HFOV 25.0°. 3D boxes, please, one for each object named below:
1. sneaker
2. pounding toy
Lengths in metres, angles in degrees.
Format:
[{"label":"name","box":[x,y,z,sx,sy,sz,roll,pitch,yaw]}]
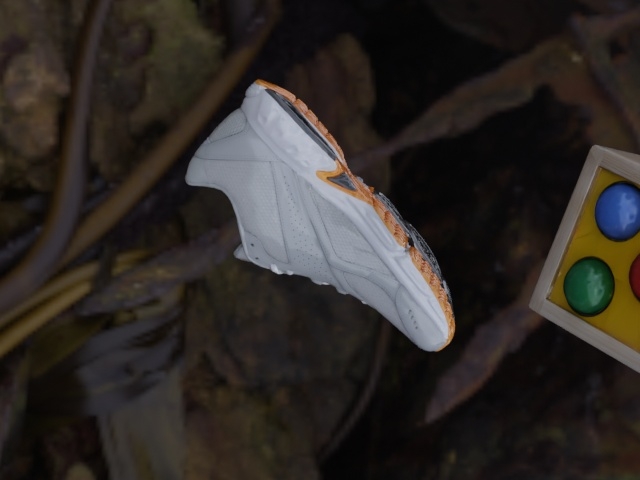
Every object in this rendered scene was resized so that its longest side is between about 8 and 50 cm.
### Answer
[{"label":"sneaker","box":[0.000,0.000,1.176,0.262,0.121,0.099,49,12,-2]},{"label":"pounding toy","box":[0.261,-0.008,0.973,0.094,0.181,0.206,7,109,-44]}]
